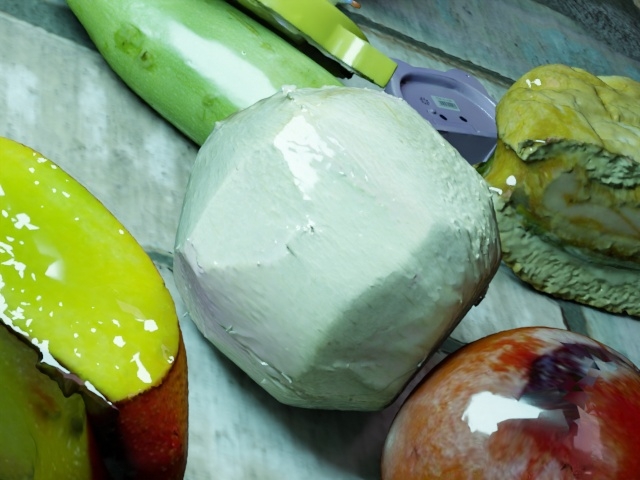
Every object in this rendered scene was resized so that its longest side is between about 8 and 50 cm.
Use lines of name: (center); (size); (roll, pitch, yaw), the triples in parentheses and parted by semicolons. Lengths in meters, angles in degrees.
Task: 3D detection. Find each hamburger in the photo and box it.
hamburger: (0.274, -0.056, 1.481); (0.330, 0.162, 0.209); (16, 34, -23)

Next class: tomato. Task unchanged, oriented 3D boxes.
tomato: (0.149, 0.158, 1.055); (0.208, 0.184, 0.208); (25, 32, -17)

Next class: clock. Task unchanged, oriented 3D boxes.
clock: (0.114, -0.120, 1.523); (0.153, 0.050, 0.110); (5, 42, -39)
clock: (-0.073, -0.239, 1.368); (0.277, 0.071, 0.293); (32, -1, -38)

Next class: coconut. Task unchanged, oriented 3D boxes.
coconut: (0.001, -0.001, 1.109); (0.230, 0.227, 0.227); (40, 32, 7)

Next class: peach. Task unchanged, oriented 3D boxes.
peach: (-0.173, 0.055, 0.923); (0.267, 0.158, 0.154); (36, 42, 7)

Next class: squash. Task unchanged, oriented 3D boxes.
squash: (-0.100, -0.148, 1.307); (0.371, 0.118, 0.118); (38, 32, 8)
